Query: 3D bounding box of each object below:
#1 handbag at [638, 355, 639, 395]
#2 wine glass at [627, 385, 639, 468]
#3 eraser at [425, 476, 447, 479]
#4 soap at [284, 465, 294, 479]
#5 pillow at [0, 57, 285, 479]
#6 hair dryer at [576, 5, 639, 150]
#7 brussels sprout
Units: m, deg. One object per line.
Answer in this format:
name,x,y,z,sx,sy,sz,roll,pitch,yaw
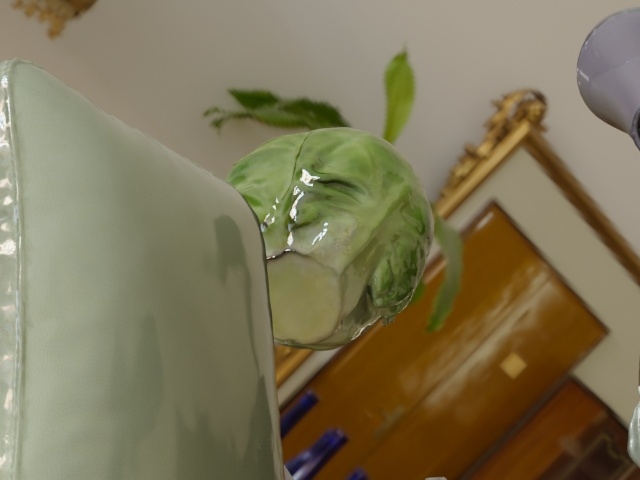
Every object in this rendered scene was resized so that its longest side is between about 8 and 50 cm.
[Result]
handbag,0.485,0.194,1.249,0.275,0.301,0.178,-55,140,-60
wine glass,0.342,0.123,0.833,0.156,0.156,0.232,45,-39,-21
eraser,0.132,0.304,1.314,0.019,0.027,0.099,-28,111,-72
soap,0.007,0.318,0.872,0.324,0.109,0.193,56,4,3
pillow,-0.103,0.088,0.643,0.255,0.119,0.323,30,53,-61
hair dryer,0.356,-0.043,1.162,0.361,0.121,0.301,63,16,-17
brussels sprout,0.000,0.000,1.179,0.244,0.244,0.244,44,-2,2
